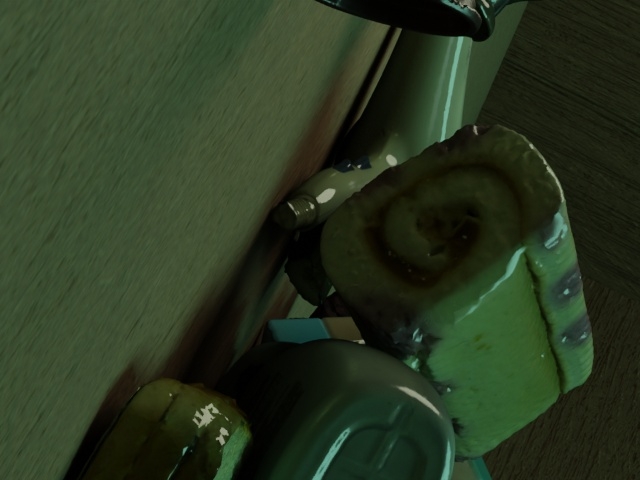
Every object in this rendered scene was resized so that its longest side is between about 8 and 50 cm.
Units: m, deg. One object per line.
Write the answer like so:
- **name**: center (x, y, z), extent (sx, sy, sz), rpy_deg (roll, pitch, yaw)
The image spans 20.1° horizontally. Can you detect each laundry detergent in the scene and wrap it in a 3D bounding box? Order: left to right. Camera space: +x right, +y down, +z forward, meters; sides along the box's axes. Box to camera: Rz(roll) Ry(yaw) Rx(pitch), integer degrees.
- **laundry detergent**: center (-0.032, 0.185, 1.433), extent (0.264, 0.124, 0.398), rpy_deg (-65, -165, 2)

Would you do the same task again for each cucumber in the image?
- **cucumber**: center (0.000, 0.000, 1.656), extent (0.107, 0.035, 0.067), rpy_deg (-62, 147, -41)

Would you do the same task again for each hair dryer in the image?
- **hair dryer**: center (0.063, -0.112, 1.526), extent (0.296, 0.119, 0.298), rpy_deg (-69, 163, -5)

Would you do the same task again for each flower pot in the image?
- **flower pot**: center (0.043, -0.166, 0.950), extent (0.111, 0.111, 0.089), rpy_deg (56, 50, -84)

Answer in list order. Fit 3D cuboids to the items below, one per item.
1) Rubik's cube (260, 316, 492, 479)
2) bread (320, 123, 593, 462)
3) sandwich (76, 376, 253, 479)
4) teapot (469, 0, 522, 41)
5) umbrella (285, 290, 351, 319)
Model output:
- **Rubik's cube**: center (0.056, 0.194, 1.745), extent (0.265, 0.213, 0.224), rpy_deg (-117, -146, -50)
- **bread**: center (0.120, 0.051, 1.495), extent (0.187, 0.155, 0.338), rpy_deg (-36, 152, -5)
- **sandwich**: center (-0.122, 0.199, 1.176), extent (0.226, 0.087, 0.251), rpy_deg (-64, 177, -5)
- **teapot**: center (0.120, -0.231, 1.343), extent (0.119, 0.130, 0.166), rpy_deg (-47, 139, -12)
- **umbrella**: center (-0.007, 0.138, 1.895), extent (0.326, 0.090, 0.094), rpy_deg (-54, -155, 1)
